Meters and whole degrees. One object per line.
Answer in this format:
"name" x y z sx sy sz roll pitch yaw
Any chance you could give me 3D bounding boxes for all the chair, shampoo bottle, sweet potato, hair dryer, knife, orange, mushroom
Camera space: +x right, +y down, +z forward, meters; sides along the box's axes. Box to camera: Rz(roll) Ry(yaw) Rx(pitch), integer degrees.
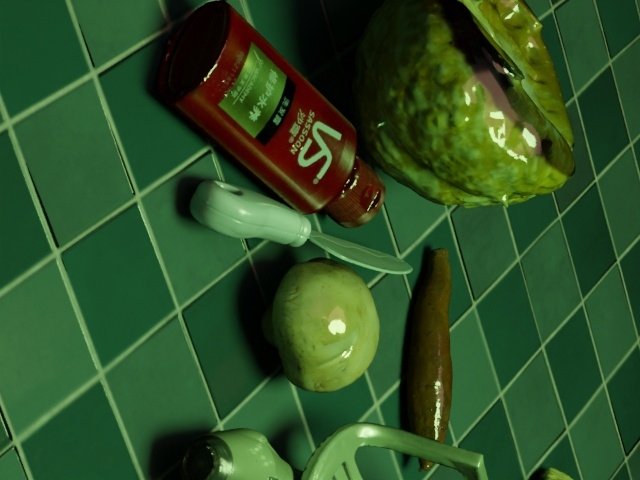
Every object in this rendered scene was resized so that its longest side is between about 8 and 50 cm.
"chair" 0.089 0.332 1.874 0.275 0.190 0.203 79 28 -50
"shampoo bottle" -0.041 -0.114 1.841 0.314 0.076 0.118 41 63 -45
"sweet potato" 0.127 0.135 2.077 0.057 0.057 0.265 21 69 -52
"hair dryer" -0.070 0.286 1.788 0.219 0.088 0.225 -10 109 -58
"knife" 0.001 0.001 1.858 0.331 0.080 0.044 19 102 -43
"orange" 0.150 -0.153 1.979 0.271 0.210 0.369 49 17 -6
"mushroom" 0.000 0.085 1.856 0.148 0.112 0.148 8 81 -57

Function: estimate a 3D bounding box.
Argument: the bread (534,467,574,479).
"bread" 0.306 0.433 2.228 0.236 0.198 0.263 47 18 -6
